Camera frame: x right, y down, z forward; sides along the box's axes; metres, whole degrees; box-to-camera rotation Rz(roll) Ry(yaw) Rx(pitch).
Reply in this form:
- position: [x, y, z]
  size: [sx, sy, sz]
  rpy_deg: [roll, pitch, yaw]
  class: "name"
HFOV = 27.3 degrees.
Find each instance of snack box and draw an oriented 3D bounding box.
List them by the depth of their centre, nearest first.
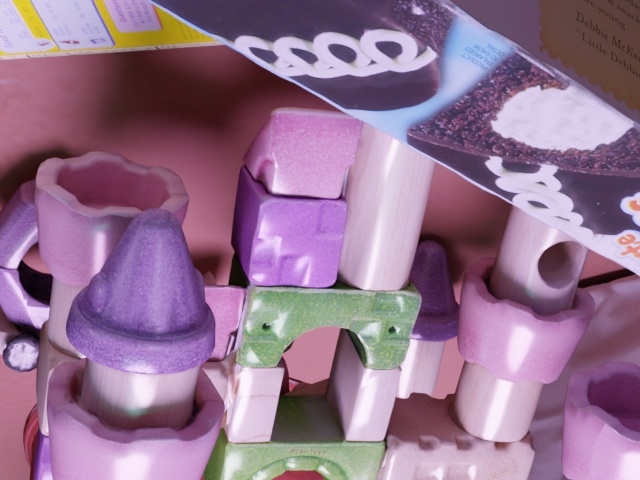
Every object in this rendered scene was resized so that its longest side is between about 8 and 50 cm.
- position: [0.091, -0.091, 0.474]
  size: [0.322, 0.187, 0.060]
  rpy_deg: [27, 137, -27]
  class: "snack box"

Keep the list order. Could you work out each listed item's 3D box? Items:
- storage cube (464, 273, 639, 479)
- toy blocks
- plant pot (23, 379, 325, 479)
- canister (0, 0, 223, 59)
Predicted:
- position: [0.203, 0.147, 0.768]
  size: [0.184, 0.215, 0.193]
  rpy_deg: [-16, 133, 24]
  class: "storage cube"
- position: [0.000, 0.000, 0.617]
  size: [0.289, 0.309, 0.260]
  rpy_deg: [3, 114, -19]
  class: "toy blocks"
- position: [-0.091, 0.267, 0.899]
  size: [0.273, 0.265, 0.272]
  rpy_deg: [2, 143, 2]
  class: "plant pot"
- position: [-0.089, -0.123, 0.527]
  size: [0.170, 0.073, 0.126]
  rpy_deg: [-3, 158, 5]
  class: "canister"
